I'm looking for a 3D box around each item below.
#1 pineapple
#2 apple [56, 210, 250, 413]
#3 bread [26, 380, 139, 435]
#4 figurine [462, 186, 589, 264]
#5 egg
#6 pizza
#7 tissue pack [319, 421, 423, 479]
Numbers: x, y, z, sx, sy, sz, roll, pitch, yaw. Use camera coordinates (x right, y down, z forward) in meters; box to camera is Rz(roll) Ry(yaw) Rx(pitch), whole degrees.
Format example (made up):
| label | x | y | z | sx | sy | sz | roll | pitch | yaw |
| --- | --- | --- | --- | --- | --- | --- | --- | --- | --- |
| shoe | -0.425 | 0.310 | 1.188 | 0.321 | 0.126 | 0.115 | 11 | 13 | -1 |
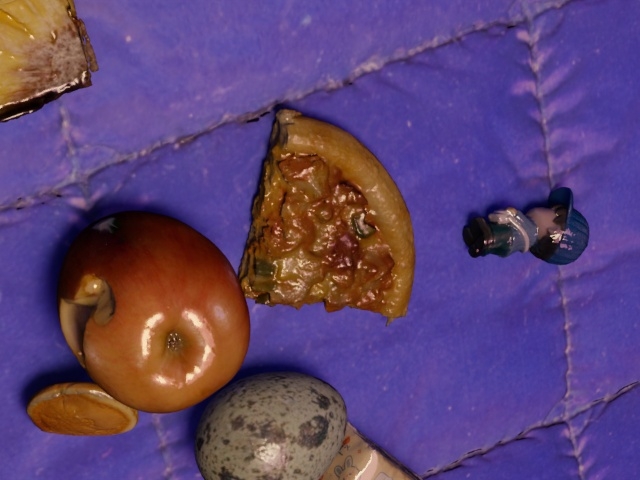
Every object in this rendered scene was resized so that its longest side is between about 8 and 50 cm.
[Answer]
| label | x | y | z | sx | sy | sz | roll | pitch | yaw |
| --- | --- | --- | --- | --- | --- | --- | --- | --- | --- |
| pineapple | -0.275 | -0.183 | 1.302 | 0.186 | 0.114 | 0.236 | 19 | 112 | -34 |
| apple | -0.154 | 0.070 | 1.425 | 0.199 | 0.199 | 0.199 | -12 | 117 | -23 |
| bread | -0.229 | 0.165 | 1.487 | 0.110 | 0.024 | 0.110 | 2 | 151 | 1 |
| figurine | 0.228 | -0.004 | 1.662 | 0.136 | 0.079 | 0.077 | -18 | 161 | -25 |
| egg | -0.047 | 0.198 | 1.571 | 0.172 | 0.132 | 0.132 | -23 | 122 | -29 |
| pizza | 0.000 | 0.000 | 1.549 | 0.197 | 0.058 | 0.292 | -33 | 124 | -10 |
| tissue pack | 0.021 | 0.316 | 1.686 | 0.196 | 0.092 | 0.148 | -50 | 126 | -1 |
